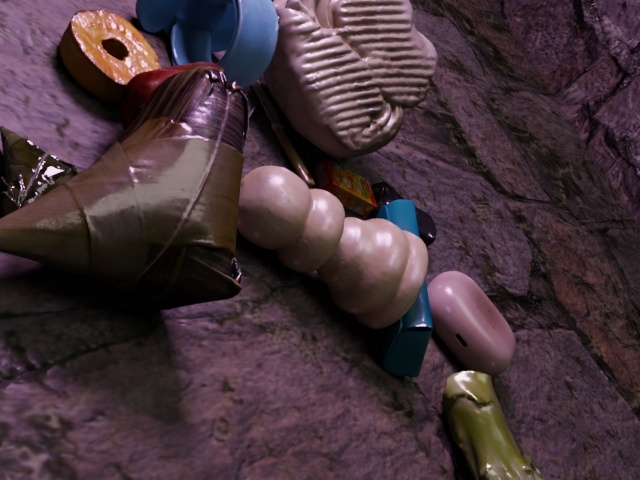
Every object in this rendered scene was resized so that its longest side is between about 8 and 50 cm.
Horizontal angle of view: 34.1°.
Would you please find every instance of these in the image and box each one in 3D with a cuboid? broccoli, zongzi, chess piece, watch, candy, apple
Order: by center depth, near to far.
[{"bbox_3d":[-0.227,-0.089,1.183,0.318,0.154,0.289,21,64,-45],"label":"zongzi"},{"bbox_3d":[-0.349,-0.073,1.187,0.119,0.055,0.109,34,39,3],"label":"zongzi"},{"bbox_3d":[-0.193,-0.156,1.410,0.156,0.147,0.158,-144,-134,-68],"label":"apple"},{"bbox_3d":[0.000,0.000,1.551,0.300,0.167,0.167,30,34,-26],"label":"chess piece"},{"bbox_3d":[0.333,0.395,1.567,0.353,0.275,0.397,60,1,-25],"label":"broccoli"},{"bbox_3d":[-0.158,-0.342,1.646,0.211,0.211,0.193,14,28,-51],"label":"watch"},{"bbox_3d":[0.043,-0.092,1.828,0.122,0.038,0.062,25,38,-43],"label":"candy"}]

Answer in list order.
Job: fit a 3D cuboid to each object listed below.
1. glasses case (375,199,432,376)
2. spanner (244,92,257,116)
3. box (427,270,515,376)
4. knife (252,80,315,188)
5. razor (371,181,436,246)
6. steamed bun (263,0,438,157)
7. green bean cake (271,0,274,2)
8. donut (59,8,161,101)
[{"bbox_3d":[0.126,0.069,1.692,0.070,0.117,0.301,6,40,-5],"label":"glasses case"},{"bbox_3d":[-0.150,-0.166,1.632,0.093,0.026,0.325,45,26,-13],"label":"spanner"},{"bbox_3d":[0.261,0.146,1.830,0.200,0.088,0.146,52,28,-3],"label":"box"},{"bbox_3d":[-0.076,-0.205,1.801,0.047,0.017,0.297,10,45,-56],"label":"knife"},{"bbox_3d":[0.149,-0.045,1.919,0.148,0.054,0.090,33,33,-35],"label":"razor"},{"bbox_3d":[0.020,-0.314,1.825,0.309,0.219,0.324,-48,116,-25],"label":"steamed bun"},{"bbox_3d":[-0.108,-0.553,1.950,0.319,0.218,0.335,24,40,-44],"label":"green bean cake"},{"bbox_3d":[-0.298,-0.255,1.465,0.152,0.058,0.152,37,31,-27],"label":"donut"}]
